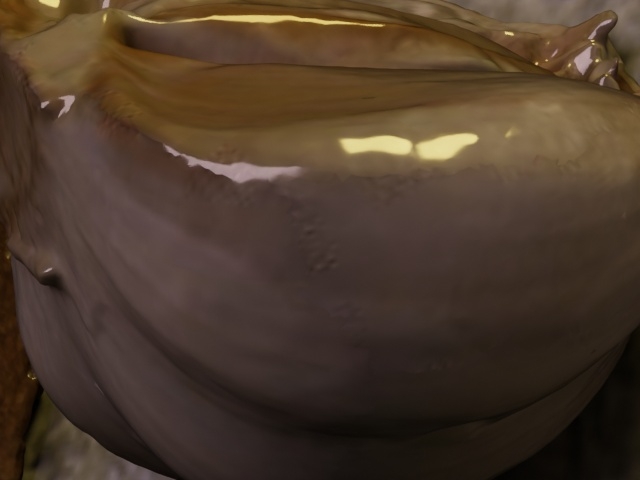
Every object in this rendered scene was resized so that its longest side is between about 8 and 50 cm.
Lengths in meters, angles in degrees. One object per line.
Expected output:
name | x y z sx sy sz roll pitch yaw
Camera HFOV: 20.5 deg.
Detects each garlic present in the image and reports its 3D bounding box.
garlic | 0.000 0.000 0.454 0.229 0.178 0.142 -137 52 -70

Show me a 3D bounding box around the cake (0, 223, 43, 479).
cake | -0.181 0.023 0.609 0.134 0.147 0.135 -26 48 33
